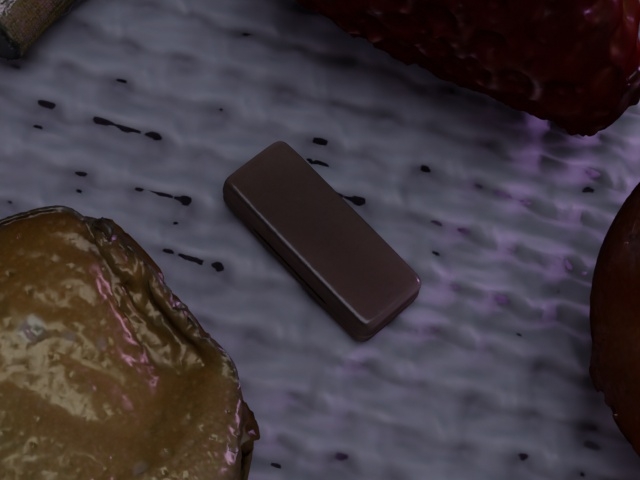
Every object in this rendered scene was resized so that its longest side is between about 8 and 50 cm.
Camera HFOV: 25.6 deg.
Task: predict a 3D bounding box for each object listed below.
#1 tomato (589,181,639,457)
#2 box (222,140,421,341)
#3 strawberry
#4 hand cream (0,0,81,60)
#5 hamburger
[{"bbox_3d":[0.236,0.035,0.672,0.184,0.208,0.208,-13,67,-37],"label":"tomato"},{"bbox_3d":[0.000,0.000,0.752,0.048,0.025,0.115,-39,77,-25],"label":"box"},{"bbox_3d":[0.087,-0.163,0.753,0.205,0.205,0.244,-43,93,-21],"label":"strawberry"},{"bbox_3d":[-0.127,-0.183,0.789,0.084,0.084,0.203,34,72,8],"label":"hand cream"},{"bbox_3d":[-0.133,0.095,0.650,0.213,0.108,0.214,3,67,-7],"label":"hamburger"}]
